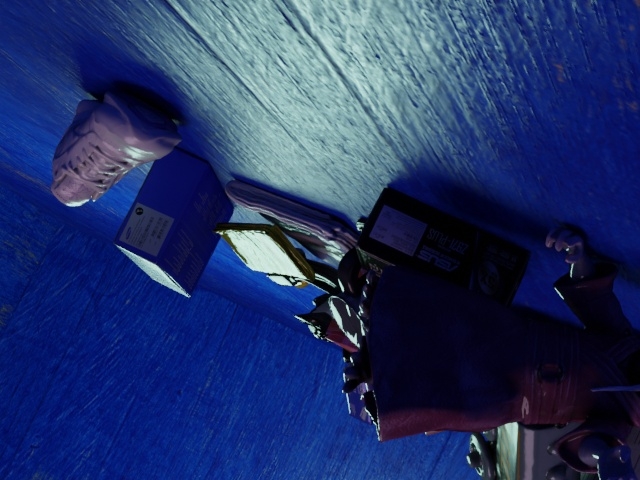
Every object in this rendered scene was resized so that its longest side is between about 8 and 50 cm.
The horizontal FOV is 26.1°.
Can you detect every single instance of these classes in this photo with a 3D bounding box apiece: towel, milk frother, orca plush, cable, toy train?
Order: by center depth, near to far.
[{"bbox_3d":[0.065,0.049,1.749,0.129,0.134,0.143,61,159,-13],"label":"milk frother"},{"bbox_3d":[0.292,0.266,1.893,0.190,0.142,0.334,-116,18,-49],"label":"toy train"},{"bbox_3d":[0.000,0.000,2.021,0.209,0.034,0.285,22,171,32],"label":"towel"},{"bbox_3d":[-0.087,0.017,2.061,0.102,0.021,0.237,52,162,-17],"label":"towel"},{"bbox_3d":[0.056,0.138,2.094,0.151,0.102,0.287,-3,-174,11],"label":"orca plush"},{"bbox_3d":[-0.025,0.028,2.111,0.139,0.072,0.287,50,160,-19],"label":"cable"}]

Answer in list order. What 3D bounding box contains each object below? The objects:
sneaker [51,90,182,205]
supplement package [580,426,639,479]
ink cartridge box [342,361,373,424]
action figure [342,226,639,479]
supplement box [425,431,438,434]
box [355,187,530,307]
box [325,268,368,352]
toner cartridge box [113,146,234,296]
[{"bbox_3d":[-0.269,-0.107,1.770,0.114,0.152,0.305,31,170,-18],"label":"sneaker"},{"bbox_3d":[0.496,0.321,1.894,0.199,0.198,0.262,26,172,-3],"label":"supplement package"},{"bbox_3d":[0.118,0.181,2.117,0.046,0.207,0.097,21,136,34],"label":"ink cartridge box"},{"bbox_3d":[0.212,0.144,1.364,0.370,0.248,0.276,7,157,5],"label":"action figure"},{"bbox_3d":[0.173,0.225,1.902,0.062,0.036,0.098,-12,147,-12],"label":"supplement box"},{"bbox_3d":[0.138,0.024,1.568,0.180,0.078,0.147,25,173,9],"label":"box"},{"bbox_3d":[0.156,0.139,1.984,0.142,0.154,0.300,21,169,36],"label":"box"},{"bbox_3d":[-0.215,-0.023,2.091,0.075,0.165,0.348,27,172,7],"label":"toner cartridge box"}]
